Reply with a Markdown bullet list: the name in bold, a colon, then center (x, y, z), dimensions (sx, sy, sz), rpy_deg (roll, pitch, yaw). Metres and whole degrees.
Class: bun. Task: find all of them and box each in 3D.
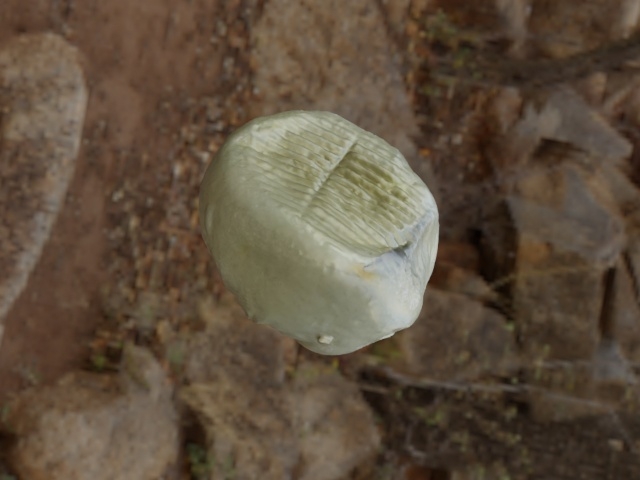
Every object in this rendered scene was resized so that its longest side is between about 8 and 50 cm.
- **bun**: center (0.000, 0.000, 1.185), dimensions (0.229, 0.229, 0.145), rpy_deg (-78, -173, -49)
